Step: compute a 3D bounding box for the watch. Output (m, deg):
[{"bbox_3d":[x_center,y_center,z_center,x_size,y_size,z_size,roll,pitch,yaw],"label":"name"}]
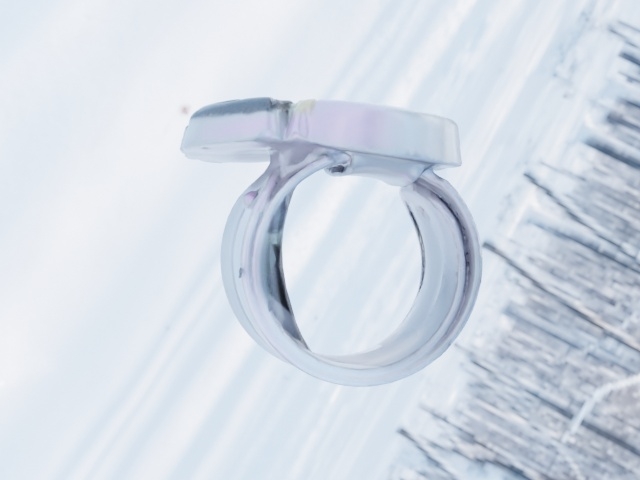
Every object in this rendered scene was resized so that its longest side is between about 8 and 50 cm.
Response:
[{"bbox_3d":[0.000,0.000,0.974,0.196,0.244,0.231,-166,-100,-78],"label":"watch"}]
